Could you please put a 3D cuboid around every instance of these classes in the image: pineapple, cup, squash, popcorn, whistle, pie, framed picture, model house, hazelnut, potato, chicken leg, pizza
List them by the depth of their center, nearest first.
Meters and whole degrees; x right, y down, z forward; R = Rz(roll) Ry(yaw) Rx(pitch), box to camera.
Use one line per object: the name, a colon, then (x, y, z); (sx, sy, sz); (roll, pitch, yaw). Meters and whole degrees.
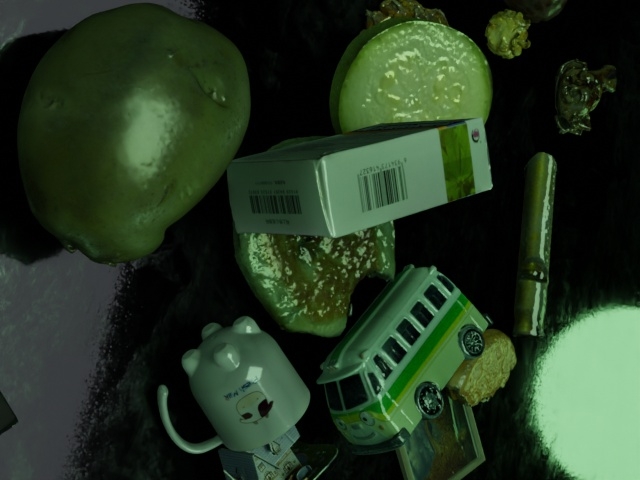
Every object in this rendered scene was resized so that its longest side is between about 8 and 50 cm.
potato: (-0.224, -0.140, 1.337); (0.326, 0.221, 0.243); (-54, 131, -24)
cup: (-0.123, 0.189, 1.504); (0.142, 0.173, 0.134); (59, 24, -22)
model house: (-0.072, 0.304, 1.540); (0.167, 0.117, 0.088); (-44, 113, -29)
pie: (-0.004, -0.006, 1.629); (0.302, 0.067, 0.302); (-1, 92, -38)
squash: (0.137, -0.209, 1.705); (0.252, 0.049, 0.252); (-7, 112, -18)
pineapple: (0.152, -0.286, 1.773); (0.225, 0.076, 0.225); (3, 86, -40)
framed picture: (0.179, 0.286, 1.824); (0.184, 0.016, 0.250); (-26, 106, -39)
pizza: (0.256, 0.202, 1.833); (0.246, 0.058, 0.127); (-28, 124, -53)
hazelnut: (0.367, -0.442, 1.917); (0.143, 0.154, 0.143); (2, 78, -11)
popcorn: (0.320, -0.352, 1.922); (0.082, 0.083, 0.057); (66, 21, 8)
whistle: (0.374, 0.009, 1.977); (0.068, 0.057, 0.326); (55, 39, -84)
chicken leg: (0.483, -0.278, 2.072); (0.196, 0.080, 0.125); (-54, 132, -37)

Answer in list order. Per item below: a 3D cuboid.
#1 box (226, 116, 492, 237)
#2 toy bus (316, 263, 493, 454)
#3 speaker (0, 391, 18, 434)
box: (0.053, -0.086, 1.502); (0.299, 0.200, 0.106); (-16, 103, -39)
toy bus: (0.116, 0.172, 1.682); (0.165, 0.133, 0.276); (51, 53, -11)
speaker: (-0.447, 0.235, 1.251); (0.218, 0.044, 0.082); (-40, 115, -34)
